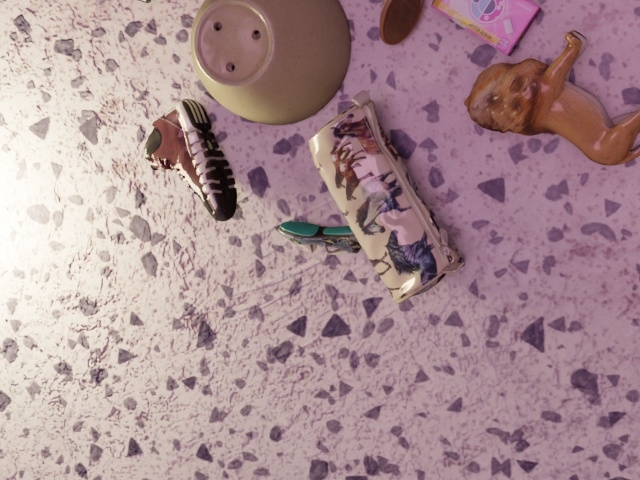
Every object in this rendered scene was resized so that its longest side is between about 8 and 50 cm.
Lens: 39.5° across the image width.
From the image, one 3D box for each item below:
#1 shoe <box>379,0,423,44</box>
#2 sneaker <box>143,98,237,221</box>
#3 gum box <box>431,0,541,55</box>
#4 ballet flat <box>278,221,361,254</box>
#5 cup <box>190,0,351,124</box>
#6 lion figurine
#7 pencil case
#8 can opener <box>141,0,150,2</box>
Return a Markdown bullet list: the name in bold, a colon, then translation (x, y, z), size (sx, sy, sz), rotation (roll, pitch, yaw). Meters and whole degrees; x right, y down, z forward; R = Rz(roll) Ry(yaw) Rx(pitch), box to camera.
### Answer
- **shoe**: translation (0.169, -0.495, 1.767), size (0.076, 0.058, 0.219), rotation (13, 111, -17)
- **sneaker**: translation (-0.293, -0.155, 1.958), size (0.162, 0.106, 0.281), rotation (-22, 82, 25)
- **gum box**: translation (0.315, -0.451, 1.719), size (0.188, 0.062, 0.107), rotation (35, 108, 9)
- **ballet flat**: translation (0.000, 0.000, 1.905), size (0.188, 0.070, 0.070), rotation (5, 101, 20)
- **cup**: translation (-0.130, -0.390, 1.781), size (0.331, 0.237, 0.331), rotation (3, 101, 18)
- **lion figurine**: translation (0.482, -0.236, 1.669), size (0.392, 0.142, 0.240), rotation (34, 115, 5)
- **pencil case**: translation (0.129, -0.086, 1.792), size (0.183, 0.160, 0.410), rotation (-29, 90, 37)
- **can opener**: translation (-0.442, -0.567, 1.952), size (0.186, 0.073, 0.059), rotation (19, 66, 11)
